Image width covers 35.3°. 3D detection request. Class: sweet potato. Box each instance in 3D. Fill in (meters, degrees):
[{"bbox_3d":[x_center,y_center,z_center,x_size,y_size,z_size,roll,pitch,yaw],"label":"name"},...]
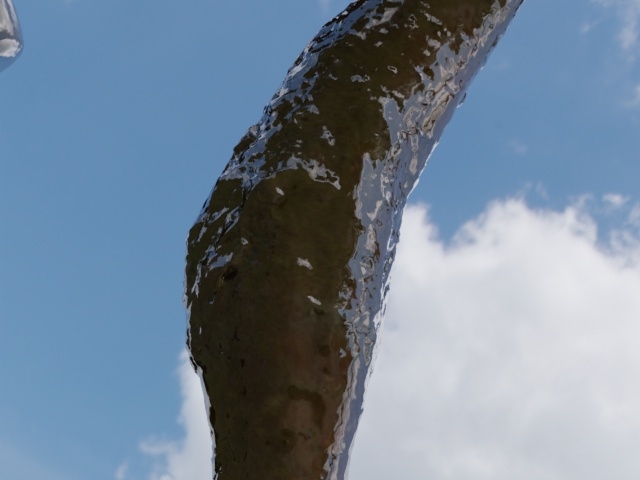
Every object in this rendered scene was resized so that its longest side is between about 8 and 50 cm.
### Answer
[{"bbox_3d":[-0.003,-0.003,0.462,0.114,0.341,0.092,16,-16,19],"label":"sweet potato"}]

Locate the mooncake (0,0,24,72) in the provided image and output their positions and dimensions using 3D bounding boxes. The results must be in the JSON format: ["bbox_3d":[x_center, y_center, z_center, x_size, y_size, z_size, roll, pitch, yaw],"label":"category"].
[{"bbox_3d":[-0.363,-0.177,0.856,0.234,0.235,0.117,-17,-79,36],"label":"mooncake"}]
